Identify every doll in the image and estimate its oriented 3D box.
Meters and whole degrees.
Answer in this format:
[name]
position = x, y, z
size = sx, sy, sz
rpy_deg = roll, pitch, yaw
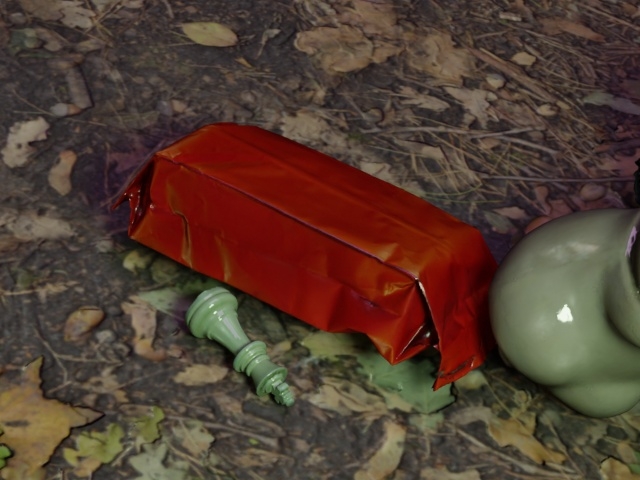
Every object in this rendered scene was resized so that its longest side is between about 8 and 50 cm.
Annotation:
[doll]
position = 0.333, 0.052, 1.661
size = 0.215, 0.370, 0.226
rpy_deg = 44, 54, -25

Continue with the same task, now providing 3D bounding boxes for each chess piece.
[chess piece]
position = -0.074, 0.114, 1.704
size = 0.059, 0.059, 0.149
rpy_deg = -25, 57, -34

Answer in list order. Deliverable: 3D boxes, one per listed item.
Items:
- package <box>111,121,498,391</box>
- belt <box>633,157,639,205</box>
[package]
position = -0.001, 0.000, 1.772
size = 0.423, 0.123, 0.196
rpy_deg = 27, 28, 15
[belt]
position = 0.465, -0.078, 1.849
size = 0.122, 0.325, 0.260
rpy_deg = -3, 68, -20
